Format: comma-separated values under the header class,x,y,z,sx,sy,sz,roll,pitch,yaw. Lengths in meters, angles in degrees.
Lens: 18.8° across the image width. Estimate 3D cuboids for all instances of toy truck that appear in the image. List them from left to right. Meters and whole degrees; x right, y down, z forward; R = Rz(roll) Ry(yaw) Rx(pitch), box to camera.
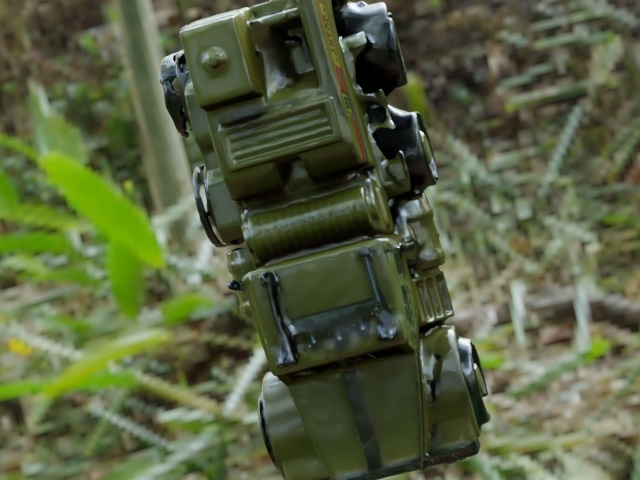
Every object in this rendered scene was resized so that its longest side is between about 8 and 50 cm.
class,x,y,z,sx,sy,sz,roll,pitch,yaw
toy truck,0.001,0.002,0.990,0.127,0.257,0.127,-15,3,8
